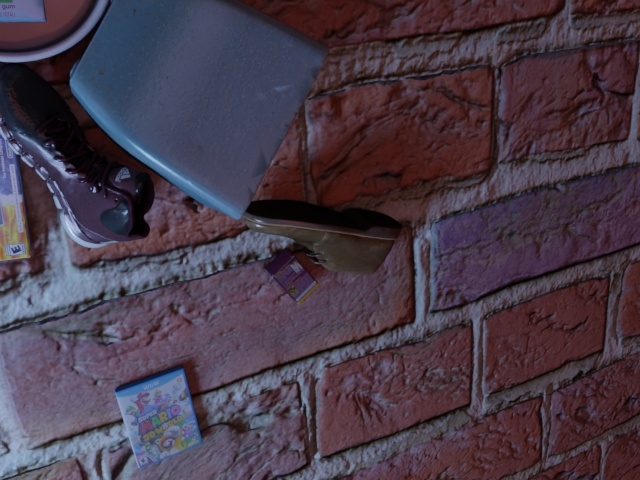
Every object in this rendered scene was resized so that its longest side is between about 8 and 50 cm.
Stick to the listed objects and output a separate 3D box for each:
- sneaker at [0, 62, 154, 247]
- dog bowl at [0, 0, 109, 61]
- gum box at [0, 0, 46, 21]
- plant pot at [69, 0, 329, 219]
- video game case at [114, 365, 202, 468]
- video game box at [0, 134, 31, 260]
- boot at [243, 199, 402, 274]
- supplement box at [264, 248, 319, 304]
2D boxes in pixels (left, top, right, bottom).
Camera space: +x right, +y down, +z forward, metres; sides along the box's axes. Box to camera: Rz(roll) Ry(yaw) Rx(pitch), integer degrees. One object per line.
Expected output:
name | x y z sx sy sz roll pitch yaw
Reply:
sneaker | -0.308 -0.113 0.837 0.106 0.163 0.281 -57 137 -41
dog bowl | -0.391 -0.356 0.755 0.265 0.104 0.264 -9 111 -23
gum box | -0.395 -0.334 0.675 0.157 0.041 0.184 -8 110 -24
plant pot | -0.186 -0.201 0.832 0.252 0.248 0.247 28 87 -22
video game case | -0.281 0.311 1.093 0.119 0.015 0.166 -17 114 -21
video game box | -0.502 -0.066 0.834 0.187 0.048 0.205 -7 110 -22
boot | 0.000 0.000 1.081 0.306 0.112 0.115 9 114 -31
supplement box | -0.051 0.065 1.107 0.055 0.043 0.083 -43 121 -7
